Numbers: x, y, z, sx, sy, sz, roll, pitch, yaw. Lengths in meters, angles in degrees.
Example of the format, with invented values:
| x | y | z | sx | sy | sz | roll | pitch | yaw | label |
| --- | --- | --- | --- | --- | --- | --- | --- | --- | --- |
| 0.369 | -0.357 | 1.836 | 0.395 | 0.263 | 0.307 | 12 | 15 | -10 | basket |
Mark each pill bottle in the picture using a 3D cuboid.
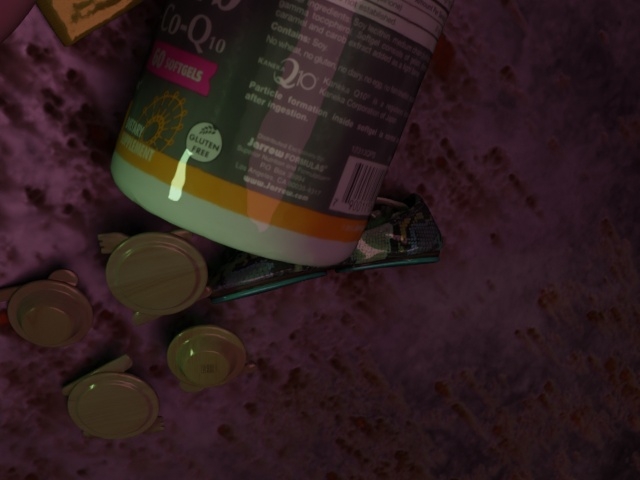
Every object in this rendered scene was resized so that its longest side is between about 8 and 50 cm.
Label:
| x | y | z | sx | sy | sz | roll | pitch | yaw | label |
| --- | --- | --- | --- | --- | --- | --- | --- | --- | --- |
| -0.008 | -0.137 | 0.523 | 0.162 | 0.162 | 0.278 | 15 | 100 | -30 | pill bottle |

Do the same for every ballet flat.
| x | y | z | sx | sy | sz | roll | pitch | yaw | label |
| --- | --- | --- | --- | --- | --- | --- | --- | --- | --- |
| 0.000 | 0.000 | 0.644 | 0.188 | 0.070 | 0.070 | -10 | 112 | -25 | ballet flat |

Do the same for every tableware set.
| x | y | z | sx | sy | sz | roll | pitch | yaw | label |
| --- | --- | --- | --- | --- | --- | --- | --- | --- | --- |
| -0.126 | 0.066 | 0.596 | 0.141 | 0.020 | 0.168 | -19 | 123 | 5 | tableware set |

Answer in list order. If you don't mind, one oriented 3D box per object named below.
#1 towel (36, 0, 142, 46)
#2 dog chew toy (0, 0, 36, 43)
| x | y | z | sx | sy | sz | roll | pitch | yaw | label |
| --- | --- | --- | --- | --- | --- | --- | --- | --- | --- |
| -0.166 | -0.236 | 0.492 | 0.102 | 0.021 | 0.237 | -32 | 121 | -7 | towel |
| -0.267 | -0.157 | 0.324 | 0.332 | 0.207 | 0.206 | -10 | 114 | -46 | dog chew toy |
